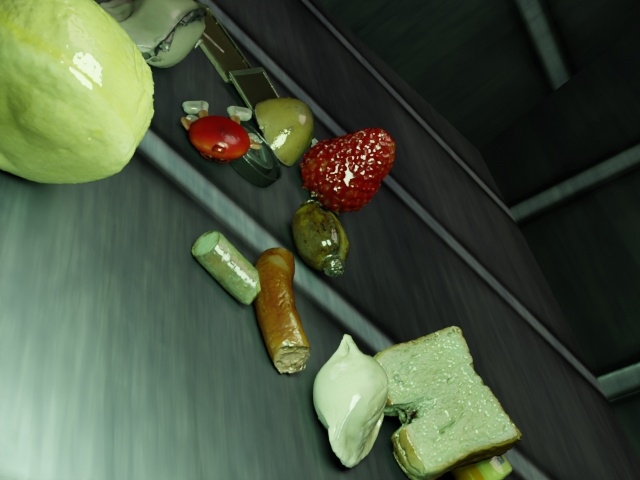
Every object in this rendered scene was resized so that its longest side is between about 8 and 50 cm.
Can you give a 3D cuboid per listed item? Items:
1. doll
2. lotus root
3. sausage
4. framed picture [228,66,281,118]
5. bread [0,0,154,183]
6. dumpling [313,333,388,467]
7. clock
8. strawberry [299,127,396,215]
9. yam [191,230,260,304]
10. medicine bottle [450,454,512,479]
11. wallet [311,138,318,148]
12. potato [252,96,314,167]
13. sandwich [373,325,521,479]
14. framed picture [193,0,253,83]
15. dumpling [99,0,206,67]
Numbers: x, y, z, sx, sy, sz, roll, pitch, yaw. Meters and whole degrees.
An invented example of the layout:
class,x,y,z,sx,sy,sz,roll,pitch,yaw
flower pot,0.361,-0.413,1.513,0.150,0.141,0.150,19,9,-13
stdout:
class,x,y,z,sx,sy,sz,roll,pitch,yaw
doll,-0.210,-0.227,1.980,0.183,0.085,0.217,8,32,-18
lotus root,0.000,0.000,2.026,0.120,0.120,0.209,28,32,-47
sausage,-0.079,0.113,1.721,0.103,0.076,0.302,45,21,-38
framed picture,-0.148,-0.363,2.430,0.197,0.014,0.252,58,20,-2
bread,-0.397,-0.236,1.329,0.320,0.321,0.237,33,51,-40
dumpling,0.064,0.300,1.656,0.252,0.132,0.179,-85,157,-49
clock,-0.164,-0.200,2.119,0.184,0.040,0.184,43,22,-22
strawberry,0.081,-0.188,2.318,0.205,0.244,0.205,45,19,-20
yam,-0.164,0.047,1.666,0.146,0.070,0.069,45,21,-10
medicine bottle,0.288,0.409,1.935,0.238,0.124,0.124,56,21,14
wallet,0.022,-0.234,2.583,0.122,0.025,0.061,35,28,-35
potato,-0.071,-0.292,2.333,0.182,0.117,0.202,57,20,-17
sandwich,0.223,0.323,1.828,0.249,0.095,0.273,-15,63,-25
framed picture,-0.278,-0.528,2.464,0.289,0.016,0.213,55,21,9
dumpling,-0.360,-0.488,2.034,0.204,0.163,0.293,54,32,-4
